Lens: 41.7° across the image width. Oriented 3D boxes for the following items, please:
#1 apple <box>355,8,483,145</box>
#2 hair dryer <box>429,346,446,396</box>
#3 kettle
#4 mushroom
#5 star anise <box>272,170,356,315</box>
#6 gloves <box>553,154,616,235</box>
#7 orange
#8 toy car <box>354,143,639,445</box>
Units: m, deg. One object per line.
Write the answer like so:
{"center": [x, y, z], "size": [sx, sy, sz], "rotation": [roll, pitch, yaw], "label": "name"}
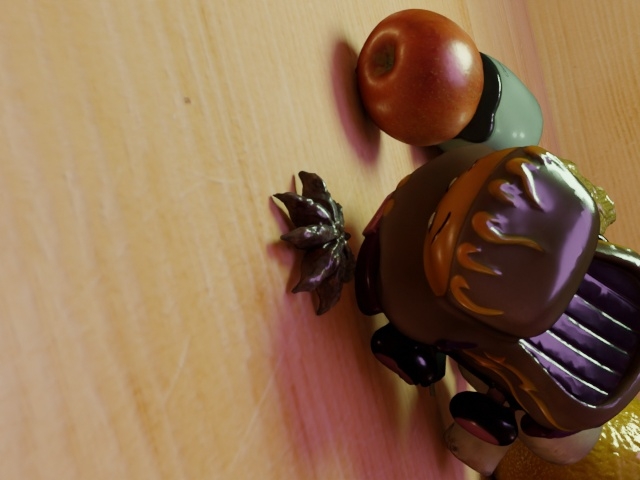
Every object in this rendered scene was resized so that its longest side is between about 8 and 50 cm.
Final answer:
{"center": [0.118, -0.199, 1.020], "size": [0.139, 0.163, 0.163], "rotation": [23, 57, -47], "label": "apple"}
{"center": [0.152, 0.083, 1.030], "size": [0.071, 0.124, 0.219], "rotation": [5, 91, -64], "label": "hair dryer"}
{"center": [0.223, -0.221, 1.292], "size": [0.236, 0.161, 0.221], "rotation": [11, 49, -63], "label": "kettle"}
{"center": [0.238, 0.205, 1.047], "size": [0.204, 0.204, 0.204], "rotation": [-12, 90, -67], "label": "mushroom"}
{"center": [0.000, 0.000, 0.789], "size": [0.141, 0.042, 0.141], "rotation": [42, 41, -52], "label": "star anise"}
{"center": [0.309, -0.027, 1.229], "size": [0.356, 0.155, 0.203], "rotation": [-21, 112, -38], "label": "gloves"}
{"center": [0.384, 0.342, 1.225], "size": [0.274, 0.274, 0.274], "rotation": [-12, 90, -67], "label": "orange"}
{"center": [0.209, 0.049, 0.845], "size": [0.341, 0.240, 0.271], "rotation": [36, 73, -7], "label": "toy car"}
